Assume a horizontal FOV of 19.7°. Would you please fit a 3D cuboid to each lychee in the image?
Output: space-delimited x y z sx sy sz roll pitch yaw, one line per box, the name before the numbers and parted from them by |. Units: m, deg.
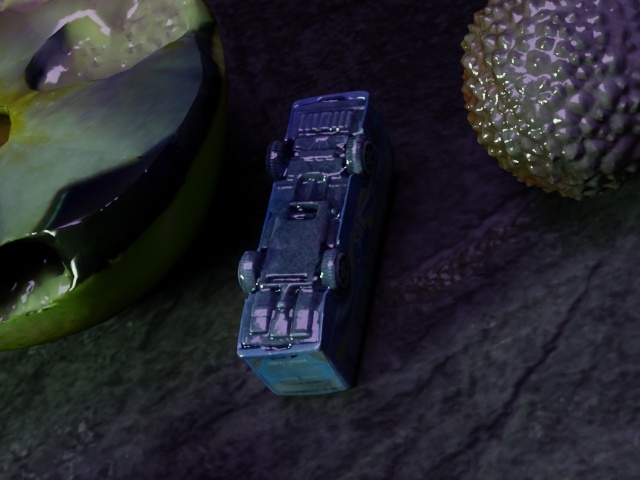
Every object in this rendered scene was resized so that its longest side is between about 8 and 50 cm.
lychee | 0.182 -0.121 1.338 0.165 0.165 0.197 -4 42 26

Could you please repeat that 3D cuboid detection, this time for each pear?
pear | -0.234 -0.044 1.488 0.399 0.165 0.398 -15 45 16

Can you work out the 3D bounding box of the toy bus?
toy bus | -0.002 0.001 1.374 0.079 0.094 0.236 -2 51 19
